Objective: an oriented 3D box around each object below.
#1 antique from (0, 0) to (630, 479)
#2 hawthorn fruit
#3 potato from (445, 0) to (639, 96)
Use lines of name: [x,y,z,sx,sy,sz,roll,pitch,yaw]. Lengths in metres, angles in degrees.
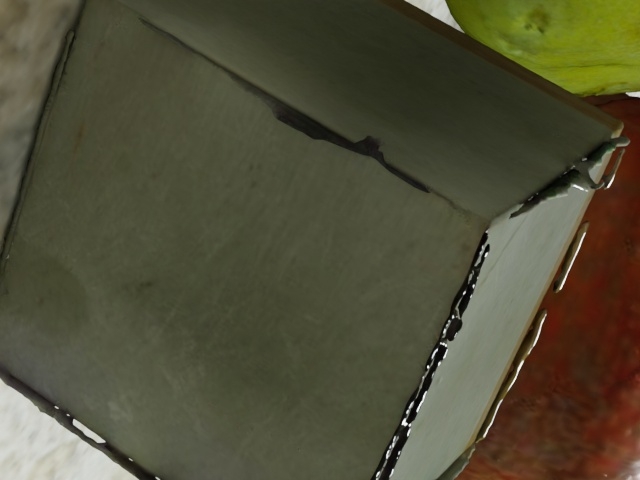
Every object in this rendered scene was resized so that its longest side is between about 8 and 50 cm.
antique: [0.000,0.000,0.554,0.148,0.152,0.147,-31,149,-58]
hawthorn fruit: [0.138,0.022,0.887,0.210,0.210,0.262,52,58,-71]
potato: [0.134,-0.158,0.649,0.186,0.148,0.253,-49,159,-31]
